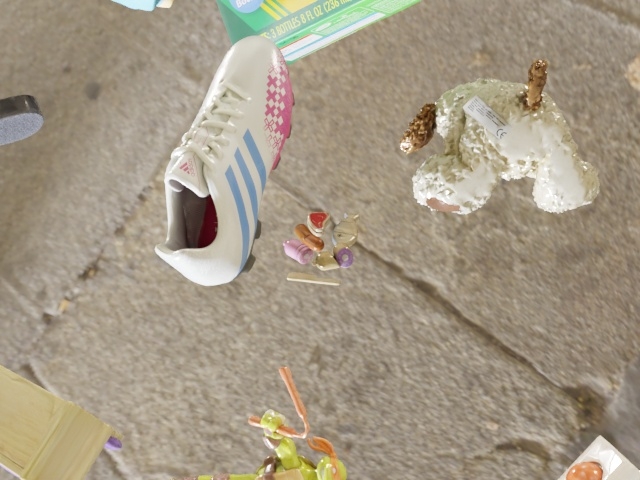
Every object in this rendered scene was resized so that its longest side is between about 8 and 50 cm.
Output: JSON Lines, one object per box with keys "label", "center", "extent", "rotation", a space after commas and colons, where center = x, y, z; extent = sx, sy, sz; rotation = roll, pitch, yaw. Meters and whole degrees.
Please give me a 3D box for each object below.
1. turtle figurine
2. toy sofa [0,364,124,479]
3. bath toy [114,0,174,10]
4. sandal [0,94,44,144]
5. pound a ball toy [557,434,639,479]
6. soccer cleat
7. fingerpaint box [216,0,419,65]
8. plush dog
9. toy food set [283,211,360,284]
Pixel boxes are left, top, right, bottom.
{"label": "turtle figurine", "center": [-0.061, 0.280, 1.194], "extent": [0.217, 0.087, 0.269], "rotation": [-19, 105, 9]}
{"label": "toy sofa", "center": [-0.534, 0.324, 1.831], "extent": [0.362, 0.177, 0.150], "rotation": [18, 68, 35]}
{"label": "bath toy", "center": [-0.095, -0.315, 0.779], "extent": [0.129, 0.348, 0.151], "rotation": [29, 131, -3]}
{"label": "sandal", "center": [-0.451, -0.128, 1.192], "extent": [0.054, 0.254, 0.097], "rotation": [65, 148, 13]}
{"label": "pound a ball toy", "center": [0.336, 0.382, 1.293], "extent": [0.319, 0.136, 0.208], "rotation": [-48, 16, 3]}
{"label": "soccer cleat", "center": [-0.120, -0.111, 1.277], "extent": [0.116, 0.143, 0.331], "rotation": [3, 78, 33]}
{"label": "fingerpaint box", "center": [0.032, -0.506, 1.470], "extent": [0.445, 0.163, 0.371], "rotation": [-21, 87, 24]}
{"label": "plush dog", "center": [0.236, -0.158, 1.415], "extent": [0.225, 0.262, 0.210], "rotation": [-129, 39, -65]}
{"label": "toy food set", "center": [0.000, 0.000, 1.108], "extent": [0.078, 0.019, 0.122], "rotation": [6, 37, 4]}
